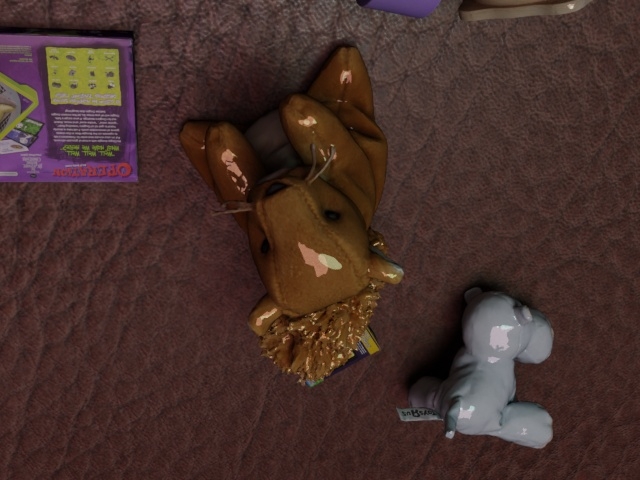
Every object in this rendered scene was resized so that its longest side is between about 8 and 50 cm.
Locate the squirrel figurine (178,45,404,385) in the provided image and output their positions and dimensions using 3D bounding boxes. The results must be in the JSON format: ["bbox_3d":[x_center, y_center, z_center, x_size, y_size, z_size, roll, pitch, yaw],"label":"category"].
[{"bbox_3d":[0.000,0.000,1.046,0.281,0.370,0.397,-19,121,0],"label":"squirrel figurine"}]

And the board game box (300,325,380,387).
[{"bbox_3d":[-0.002,0.144,1.317,0.141,0.048,0.170,-29,120,4],"label":"board game box"}]

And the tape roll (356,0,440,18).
[{"bbox_3d":[0.105,-0.370,0.962,0.080,0.189,0.189,8,117,-15],"label":"tape roll"}]

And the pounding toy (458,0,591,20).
[{"bbox_3d":[0.283,-0.374,0.982,0.270,0.154,0.155,7,129,36],"label":"pounding toy"}]

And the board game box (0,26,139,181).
[{"bbox_3d":[-0.420,-0.177,1.056,0.347,0.056,0.208,0,115,-10],"label":"board game box"}]

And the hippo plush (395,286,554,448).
[{"bbox_3d":[0.261,0.199,1.342,0.294,0.234,0.236,17,85,-35],"label":"hippo plush"}]
